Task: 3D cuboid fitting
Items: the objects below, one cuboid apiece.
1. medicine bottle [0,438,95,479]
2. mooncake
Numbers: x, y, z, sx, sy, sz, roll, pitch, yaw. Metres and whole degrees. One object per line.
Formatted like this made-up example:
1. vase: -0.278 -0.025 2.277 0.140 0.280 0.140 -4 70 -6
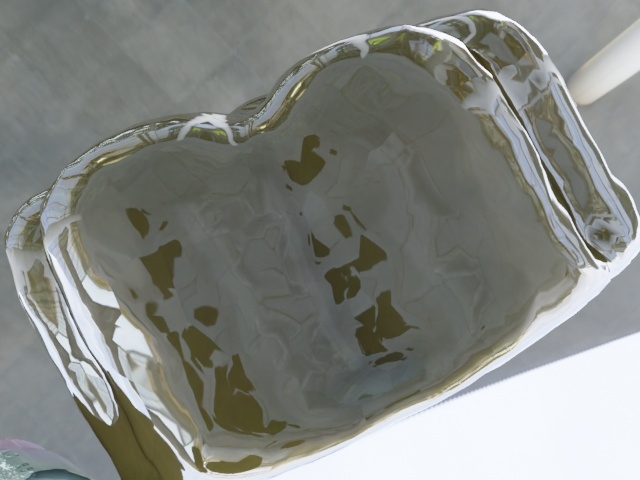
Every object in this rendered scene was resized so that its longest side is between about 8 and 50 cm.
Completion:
1. medicine bottle: -0.240 0.236 0.902 0.135 0.168 0.135 -2 -86 -28
2. mooncake: 0.000 0.000 0.871 0.467 0.467 0.262 -25 -89 -4
